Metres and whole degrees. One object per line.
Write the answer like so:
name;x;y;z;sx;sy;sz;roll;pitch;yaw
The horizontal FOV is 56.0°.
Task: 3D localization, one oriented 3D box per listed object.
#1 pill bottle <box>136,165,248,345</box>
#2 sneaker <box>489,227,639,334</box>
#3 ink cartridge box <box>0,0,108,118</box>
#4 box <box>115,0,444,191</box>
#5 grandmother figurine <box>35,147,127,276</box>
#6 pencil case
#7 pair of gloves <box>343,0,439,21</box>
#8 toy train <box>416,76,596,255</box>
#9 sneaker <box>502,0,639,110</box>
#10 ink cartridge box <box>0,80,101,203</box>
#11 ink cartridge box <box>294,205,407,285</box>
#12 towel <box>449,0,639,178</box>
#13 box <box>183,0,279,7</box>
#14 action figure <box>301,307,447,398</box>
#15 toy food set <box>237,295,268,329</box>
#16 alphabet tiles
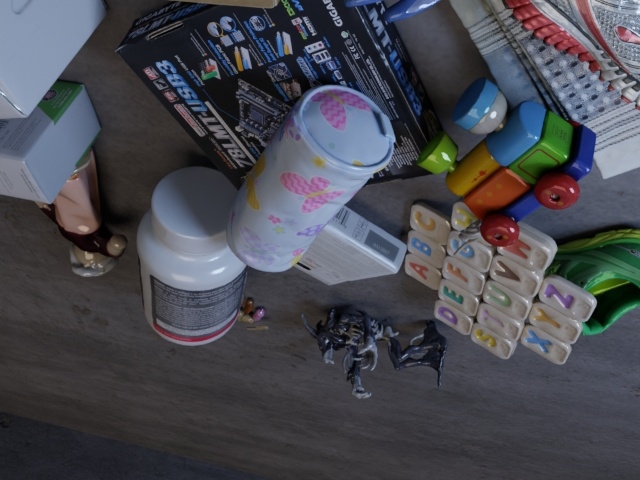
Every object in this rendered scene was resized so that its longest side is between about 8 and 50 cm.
pill bottle;-0.203;0.030;0.975;0.177;0.176;0.318;18;145;-1
sneaker;0.339;0.072;0.850;0.109;0.123;0.296;38;140;-27
ink cartridge box;-0.421;-0.237;0.681;0.283;0.207;0.117;2;143;21
box;-0.037;-0.174;0.724;0.294;0.073;0.295;-8;138;32
grandmother figurine;-0.415;-0.040;1.047;0.208;0.104;0.342;40;151;16
pencil case;-0.022;-0.061;0.717;0.124;0.113;0.273;13;148;-19
pair of gloves;0.079;-0.281;0.483;0.160;0.023;0.198;-14;131;3
toy train;0.168;-0.066;0.681;0.143;0.105;0.248;33;144;-8
sneaker;0.265;-0.180;0.502;0.225;0.088;0.092;28;139;-12
ink cartridge box;-0.455;-0.154;0.849;0.220;0.160;0.092;11;144;11
ink cartridge box;0.000;0.000;0.977;0.189;0.066;0.232;31;163;-18
towel;0.312;-0.201;0.557;0.324;0.056;0.312;-17;132;39
box;-0.119;-0.291;0.483;0.165;0.021;0.201;8;140;8
action figure;0.092;0.206;1.122;0.276;0.140;0.164;6;144;10
toy food set;-0.154;0.137;1.234;0.078;0.019;0.122;-7;130;30
alphabet tiles;0.237;0.064;0.860;0.278;0.021;0.284;33;149;26
